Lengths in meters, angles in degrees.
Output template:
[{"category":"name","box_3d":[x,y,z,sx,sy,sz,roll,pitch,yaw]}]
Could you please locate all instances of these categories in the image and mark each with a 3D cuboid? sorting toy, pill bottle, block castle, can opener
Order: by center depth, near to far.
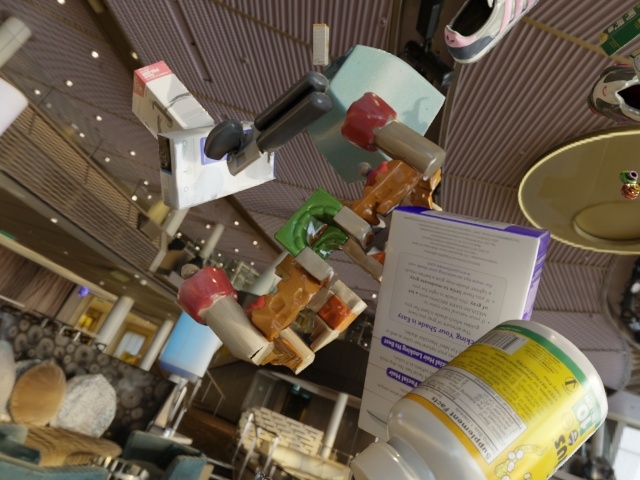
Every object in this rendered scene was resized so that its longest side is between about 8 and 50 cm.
[{"category":"pill bottle","box_3d":[0.134,0.169,0.355,0.118,0.208,0.118,49,-25,32]},{"category":"can opener","box_3d":[-0.107,-0.198,0.711,0.095,0.076,0.283,5,-20,-43]},{"category":"block castle","box_3d":[0.000,0.000,0.721,0.212,0.453,0.303,41,-4,25]},{"category":"sorting toy","box_3d":[0.922,-0.170,1.191,0.061,0.102,0.042,18,-23,1]}]

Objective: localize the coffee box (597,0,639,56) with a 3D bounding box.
[{"category":"coffee box","box_3d":[0.711,-0.498,0.888,0.040,0.113,0.184,43,-44,-6]}]

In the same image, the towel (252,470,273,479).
[{"category":"towel","box_3d":[-0.149,0.333,0.272,0.040,0.370,0.271,38,-28,8]}]

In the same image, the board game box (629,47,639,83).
[{"category":"board game box","box_3d":[0.469,-0.098,0.423,0.046,0.318,0.213,-22,0,6]}]

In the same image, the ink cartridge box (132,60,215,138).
[{"category":"ink cartridge box","box_3d":[-0.396,-0.332,1.083,0.218,0.092,0.158,48,-35,1]}]

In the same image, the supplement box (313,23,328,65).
[{"category":"supplement box","box_3d":[0.001,-0.534,1.113,0.036,0.062,0.099,3,-71,8]}]

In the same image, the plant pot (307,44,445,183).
[{"category":"plant pot","box_3d":[0.102,-0.327,1.020,0.252,0.248,0.247,39,-16,-23]}]

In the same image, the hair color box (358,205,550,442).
[{"category":"hair color box","box_3d":[0.176,0.135,0.566,0.185,0.339,0.110,16,13,33]}]

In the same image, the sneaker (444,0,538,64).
[{"category":"sneaker","box_3d":[0.404,-0.548,0.889,0.112,0.319,0.131,49,24,26]}]

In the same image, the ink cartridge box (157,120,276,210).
[{"category":"ink cartridge box","box_3d":[-0.237,-0.198,0.995,0.065,0.332,0.166,21,-60,29]}]

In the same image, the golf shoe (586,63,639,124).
[{"category":"golf shoe","box_3d":[0.549,-0.191,0.596,0.272,0.120,0.105,16,-63,19]}]
